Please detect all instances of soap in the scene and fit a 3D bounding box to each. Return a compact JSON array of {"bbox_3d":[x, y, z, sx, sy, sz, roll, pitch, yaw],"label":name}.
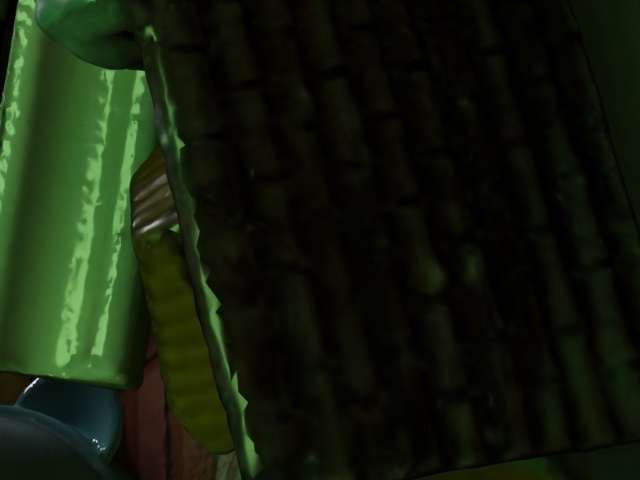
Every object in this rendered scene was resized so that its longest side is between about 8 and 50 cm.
[{"bbox_3d":[-0.107,-0.059,0.852,0.150,0.094,0.261,148,132,-80],"label":"soap"}]

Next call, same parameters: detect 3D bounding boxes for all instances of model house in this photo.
[{"bbox_3d":[0.000,0.000,0.682,0.230,0.248,0.281,-31,65,40],"label":"model house"}]

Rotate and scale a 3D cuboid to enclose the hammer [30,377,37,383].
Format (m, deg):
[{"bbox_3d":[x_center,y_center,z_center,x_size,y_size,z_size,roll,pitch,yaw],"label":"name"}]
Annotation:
[{"bbox_3d":[-0.098,0.029,0.943,0.178,0.021,0.065,-45,57,30],"label":"hammer"}]

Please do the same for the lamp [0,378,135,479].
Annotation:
[{"bbox_3d":[-0.175,0.213,0.900,0.209,0.147,0.284,-12,82,22],"label":"lamp"}]

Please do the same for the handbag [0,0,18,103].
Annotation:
[{"bbox_3d":[-0.322,0.013,0.811,0.180,0.316,0.416,120,158,-54],"label":"handbag"}]
